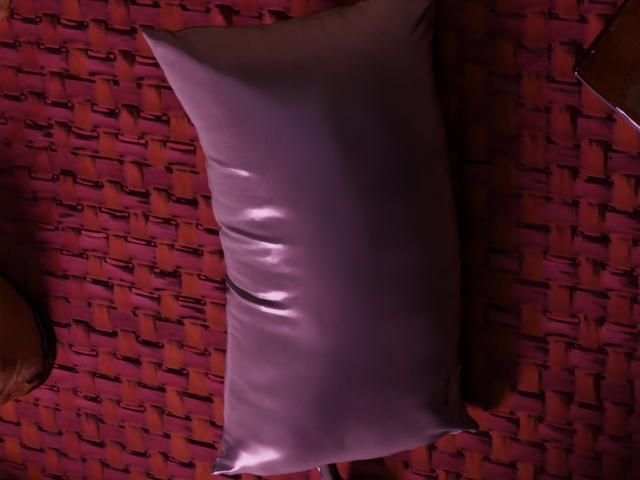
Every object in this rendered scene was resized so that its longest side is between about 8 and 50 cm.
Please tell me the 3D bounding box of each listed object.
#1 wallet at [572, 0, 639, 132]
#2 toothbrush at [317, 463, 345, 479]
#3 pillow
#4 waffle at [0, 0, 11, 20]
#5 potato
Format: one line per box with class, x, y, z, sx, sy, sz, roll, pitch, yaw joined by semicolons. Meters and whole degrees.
wallet;0.224;-0.123;0.737;0.137;0.031;0.255;39;126;7
toothbrush;-0.016;0.047;0.950;0.028;0.026;0.294;-16;105;14
pillow;-0.001;-0.001;0.878;0.144;0.078;0.254;-5;112;6
waffle;-0.303;-0.234;0.903;0.308;0.091;0.213;29;142;15
potato;-0.213;0.072;1.024;0.066;0.103;0.096;11;118;28
